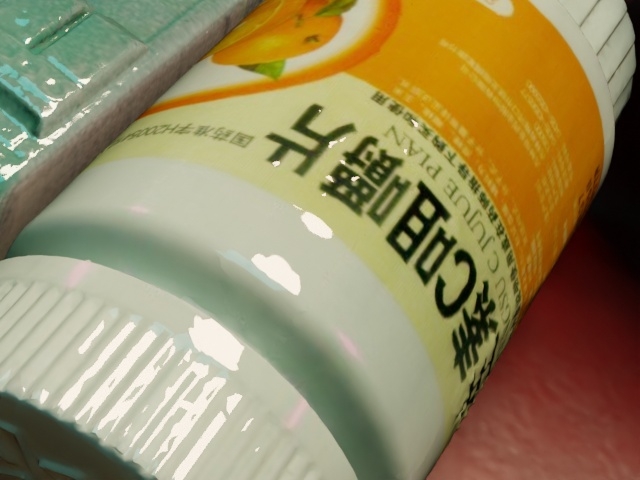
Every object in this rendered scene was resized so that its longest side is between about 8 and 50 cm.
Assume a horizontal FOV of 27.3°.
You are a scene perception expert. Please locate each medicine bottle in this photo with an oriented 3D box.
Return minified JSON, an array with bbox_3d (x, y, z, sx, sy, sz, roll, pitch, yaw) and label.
[{"bbox_3d":[0.000,0.000,0.485,0.158,0.158,0.318,28,48,11],"label":"medicine bottle"}]

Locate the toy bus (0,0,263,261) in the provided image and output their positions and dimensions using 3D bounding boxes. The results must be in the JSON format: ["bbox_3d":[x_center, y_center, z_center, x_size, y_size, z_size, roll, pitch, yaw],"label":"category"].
[{"bbox_3d":[-0.090,-0.076,0.567,0.091,0.109,0.261,34,51,8],"label":"toy bus"}]
